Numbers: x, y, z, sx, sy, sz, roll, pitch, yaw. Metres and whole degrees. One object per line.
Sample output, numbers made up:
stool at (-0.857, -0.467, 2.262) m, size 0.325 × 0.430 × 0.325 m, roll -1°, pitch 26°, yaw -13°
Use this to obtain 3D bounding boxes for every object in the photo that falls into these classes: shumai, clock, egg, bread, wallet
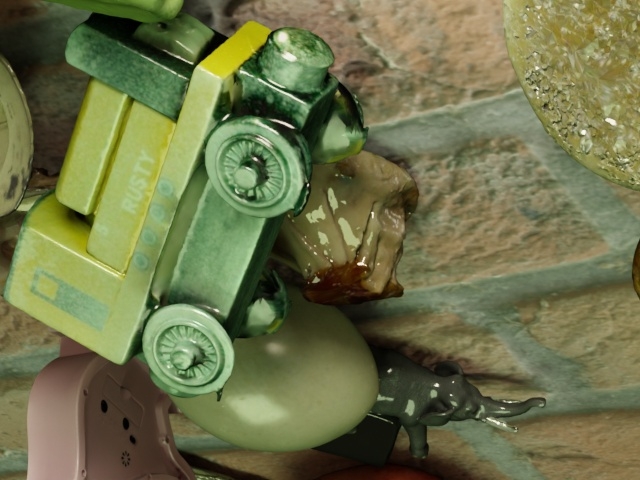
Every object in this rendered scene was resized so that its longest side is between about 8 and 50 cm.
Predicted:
shumai at (0.000, 0.000, 1.519) m, size 0.201 × 0.120 × 0.201 m, roll 1°, pitch 149°, yaw 1°
clock at (-0.256, 0.271, 1.922) m, size 0.080 × 0.275 × 0.290 m, roll -8°, pitch 145°, yaw 27°
egg at (-0.059, 0.137, 1.707) m, size 0.253 × 0.186 × 0.186 m, roll 13°, pitch 148°, yaw 9°
bread at (0.242, -0.153, 1.130) m, size 0.267 × 0.040 × 0.267 m, roll 17°, pitch 119°, yaw 34°
wallet at (-0.023, 0.218, 1.956) m, size 0.250 × 0.044 × 0.149 m, roll 16°, pitch 144°, yaw 0°

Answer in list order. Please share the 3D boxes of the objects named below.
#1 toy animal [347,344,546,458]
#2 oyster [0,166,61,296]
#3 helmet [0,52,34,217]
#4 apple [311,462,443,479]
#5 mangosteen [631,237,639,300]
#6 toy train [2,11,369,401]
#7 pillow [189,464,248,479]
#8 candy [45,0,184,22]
toy animal at (0.121, 0.190, 1.812) m, size 0.270 × 0.082 × 0.137 m, roll 12°, pitch 149°, yaw 7°
oyster at (-0.250, -0.005, 1.605) m, size 0.361 × 0.096 × 0.221 m, roll -13°, pitch 134°, yaw -1°
helmet at (-0.349, -0.118, 1.482) m, size 0.258 × 0.137 × 0.204 m, roll 7°, pitch 107°, yaw 21°
apple at (0.070, 0.488, 2.067) m, size 0.364 × 0.364 × 0.364 m, roll 11°, pitch 148°, yaw 7°
mangosteen at (0.394, 0.018, 1.264) m, size 0.307 × 0.307 × 0.347 m, roll 37°, pitch 171°, yaw -31°
toy train at (-0.128, -0.040, 1.389) m, size 0.253 × 0.160 × 0.397 m, roll 29°, pitch 124°, yaw 8°
pillow at (-0.172, 0.360, 2.232) m, size 0.230 × 0.050 × 0.148 m, roll 23°, pitch 143°, yaw -7°
candy at (-0.260, -0.259, 1.227) m, size 0.344 × 0.142 × 0.132 m, roll 14°, pitch 156°, yaw 4°
